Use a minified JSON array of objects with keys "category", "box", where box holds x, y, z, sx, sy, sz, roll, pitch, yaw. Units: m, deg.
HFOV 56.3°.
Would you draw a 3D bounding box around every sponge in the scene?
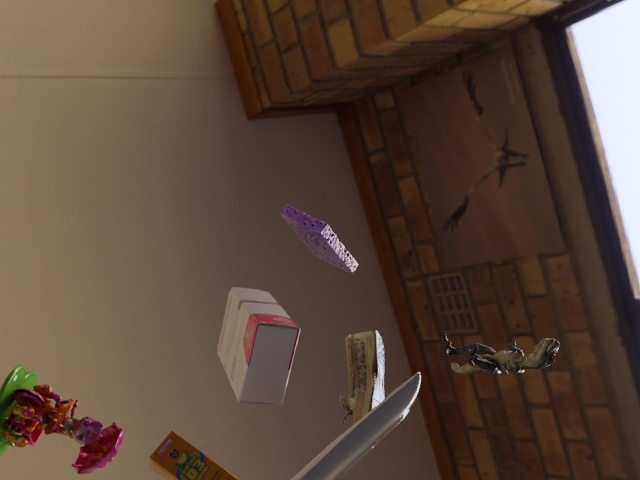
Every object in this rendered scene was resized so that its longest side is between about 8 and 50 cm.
[{"category":"sponge","box":[0.000,0.000,1.344,0.031,0.117,0.210,-56,-34,-13]}]

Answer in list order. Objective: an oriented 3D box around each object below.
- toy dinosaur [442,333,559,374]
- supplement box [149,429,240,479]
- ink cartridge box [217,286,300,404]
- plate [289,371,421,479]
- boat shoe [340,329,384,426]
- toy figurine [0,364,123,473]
[{"category":"toy dinosaur","box":[0.283,0.207,1.051,0.118,0.268,0.064,22,-114,-24]},{"category":"supplement box","box":[-0.246,0.501,1.248,0.233,0.080,0.078,32,-124,10]},{"category":"ink cartridge box","box":[-0.167,0.259,1.531,0.117,0.283,0.207,9,-80,-22]},{"category":"plate","box":[0.043,0.351,1.007,0.278,0.277,0.045,-33,-105,-26]},{"category":"boat shoe","box":[0.095,0.341,1.383,0.105,0.089,0.285,65,-155,-42]},{"category":"toy figurine","box":[-0.353,0.256,0.828,0.159,0.173,0.130,20,-137,-5]}]
